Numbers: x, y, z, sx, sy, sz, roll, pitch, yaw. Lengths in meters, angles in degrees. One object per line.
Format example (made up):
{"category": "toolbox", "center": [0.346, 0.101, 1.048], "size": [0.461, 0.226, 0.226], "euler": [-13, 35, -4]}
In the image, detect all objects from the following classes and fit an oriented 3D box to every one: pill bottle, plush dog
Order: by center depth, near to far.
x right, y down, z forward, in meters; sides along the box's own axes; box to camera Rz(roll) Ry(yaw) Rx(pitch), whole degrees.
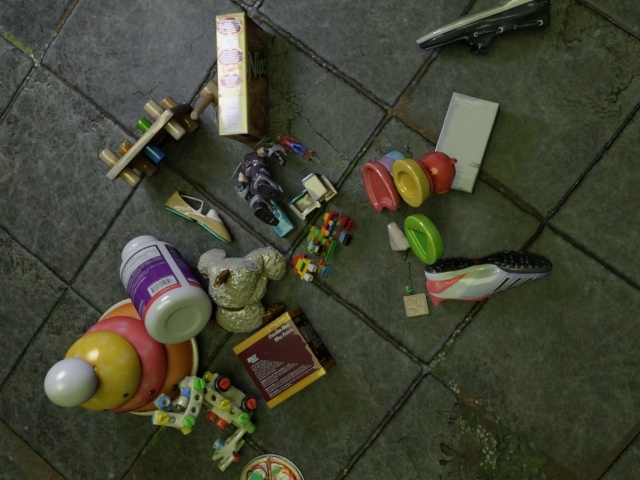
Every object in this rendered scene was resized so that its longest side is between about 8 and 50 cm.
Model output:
{"category": "pill bottle", "center": [-0.438, 0.124, 1.813], "size": [0.181, 0.182, 0.323], "euler": [-52, 47, 10]}
{"category": "plush dog", "center": [-0.225, 0.156, 1.825], "size": [0.263, 0.210, 0.225], "euler": [-3, 114, 13]}

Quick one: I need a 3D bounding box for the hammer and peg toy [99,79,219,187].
{"category": "hammer and peg toy", "center": [-0.434, -0.315, 1.810], "size": [0.361, 0.266, 0.127], "euler": [-43, 101, 12]}

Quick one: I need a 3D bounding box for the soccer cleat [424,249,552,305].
{"category": "soccer cleat", "center": [0.435, 0.101, 1.705], "size": [0.319, 0.108, 0.116], "euler": [-6, 110, 12]}

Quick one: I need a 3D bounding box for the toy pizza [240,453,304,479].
{"category": "toy pizza", "center": [-0.139, 0.715, 1.883], "size": [0.202, 0.032, 0.201], "euler": [0, 92, 14]}

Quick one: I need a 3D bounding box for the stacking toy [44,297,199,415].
{"category": "stacking toy", "center": [-0.568, 0.346, 1.746], "size": [0.351, 0.480, 0.350], "euler": [0, 92, 14]}

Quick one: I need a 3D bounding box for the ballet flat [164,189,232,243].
{"category": "ballet flat", "center": [-0.342, -0.073, 1.891], "size": [0.232, 0.080, 0.073], "euler": [29, 83, 10]}

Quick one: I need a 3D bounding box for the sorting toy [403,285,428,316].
{"category": "sorting toy", "center": [0.257, 0.162, 1.784], "size": [0.062, 0.012, 0.083], "euler": [-11, 92, 18]}

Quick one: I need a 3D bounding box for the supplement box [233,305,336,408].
{"category": "supplement box", "center": [-0.097, 0.318, 1.813], "size": [0.191, 0.129, 0.194], "euler": [-35, 84, 12]}

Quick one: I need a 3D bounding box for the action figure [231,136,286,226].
{"category": "action figure", "center": [-0.162, -0.164, 1.773], "size": [0.099, 0.285, 0.185], "euler": [18, 119, -25]}

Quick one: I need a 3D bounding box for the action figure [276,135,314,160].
{"category": "action figure", "center": [-0.074, -0.265, 1.845], "size": [0.115, 0.030, 0.038], "euler": [29, 103, 13]}

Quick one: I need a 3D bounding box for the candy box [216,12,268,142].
{"category": "candy box", "center": [-0.210, -0.433, 1.792], "size": [0.088, 0.183, 0.316], "euler": [-1, 91, 13]}

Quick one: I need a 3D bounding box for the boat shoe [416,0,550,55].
{"category": "boat shoe", "center": [0.420, -0.532, 1.676], "size": [0.340, 0.127, 0.113], "euler": [-19, 110, 11]}

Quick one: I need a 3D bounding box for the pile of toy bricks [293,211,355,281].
{"category": "pile of toy bricks", "center": [0.000, 0.000, 1.808], "size": [0.105, 0.118, 0.212], "euler": [41, 119, 37]}

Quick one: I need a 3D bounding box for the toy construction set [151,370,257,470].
{"category": "toy construction set", "center": [-0.300, 0.492, 1.815], "size": [0.151, 0.215, 0.327], "euler": [-4, 134, 43]}

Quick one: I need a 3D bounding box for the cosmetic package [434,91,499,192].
{"category": "cosmetic package", "center": [0.371, -0.250, 1.701], "size": [0.127, 0.107, 0.237], "euler": [16, 98, 15]}

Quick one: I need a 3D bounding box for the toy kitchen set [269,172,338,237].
{"category": "toy kitchen set", "center": [-0.077, -0.113, 1.777], "size": [0.207, 0.166, 0.122], "euler": [-39, 83, 12]}

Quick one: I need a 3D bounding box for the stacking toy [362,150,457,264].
{"category": "stacking toy", "center": [0.249, -0.100, 1.667], "size": [0.131, 0.309, 0.279], "euler": [-26, 106, -16]}
